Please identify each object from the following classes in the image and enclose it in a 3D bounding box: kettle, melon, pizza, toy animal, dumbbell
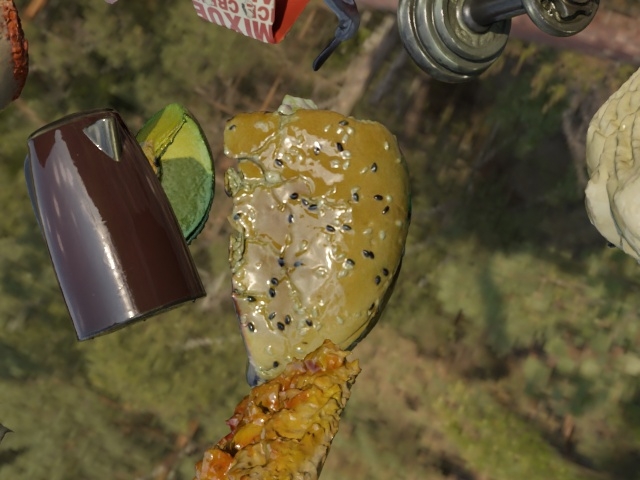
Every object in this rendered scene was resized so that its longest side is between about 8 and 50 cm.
[{"bbox_3d":[-0.236,-0.020,1.354,0.202,0.144,0.232,-24,84,57],"label":"kettle"},{"bbox_3d":[-0.225,-0.065,1.705,0.129,0.265,0.169,39,-165,-21],"label":"melon"},{"bbox_3d":[-0.048,0.174,0.963,0.086,0.226,0.335,27,175,1],"label":"pizza"},{"bbox_3d":[0.033,-0.450,1.980,0.195,0.324,0.090,-23,165,34],"label":"toy animal"},{"bbox_3d":[0.160,-0.196,1.039,0.110,0.110,0.254,36,161,-25],"label":"dumbbell"}]

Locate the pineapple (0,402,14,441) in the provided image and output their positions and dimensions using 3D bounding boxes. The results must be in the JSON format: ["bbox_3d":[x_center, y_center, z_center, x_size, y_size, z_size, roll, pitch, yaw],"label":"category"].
[{"bbox_3d":[-0.490,0.161,1.626,0.277,0.130,0.119,56,173,40],"label":"pineapple"}]

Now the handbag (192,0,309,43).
[{"bbox_3d":[-0.069,-0.411,1.643,0.171,0.298,0.151,20,-174,39],"label":"handbag"}]

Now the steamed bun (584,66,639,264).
[{"bbox_3d":[0.330,-0.048,0.893,0.275,0.320,0.206,-31,106,38],"label":"steamed bun"}]

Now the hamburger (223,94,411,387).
[{"bbox_3d":[0.000,0.000,1.226,0.192,0.287,0.168,-5,176,12],"label":"hamburger"}]

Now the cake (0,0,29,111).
[{"bbox_3d":[-0.431,-0.233,1.276,0.262,0.158,0.159,47,148,-1],"label":"cake"}]

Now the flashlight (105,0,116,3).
[{"bbox_3d":[-0.258,-0.264,1.279,0.110,0.031,0.052,0,125,11],"label":"flashlight"}]
